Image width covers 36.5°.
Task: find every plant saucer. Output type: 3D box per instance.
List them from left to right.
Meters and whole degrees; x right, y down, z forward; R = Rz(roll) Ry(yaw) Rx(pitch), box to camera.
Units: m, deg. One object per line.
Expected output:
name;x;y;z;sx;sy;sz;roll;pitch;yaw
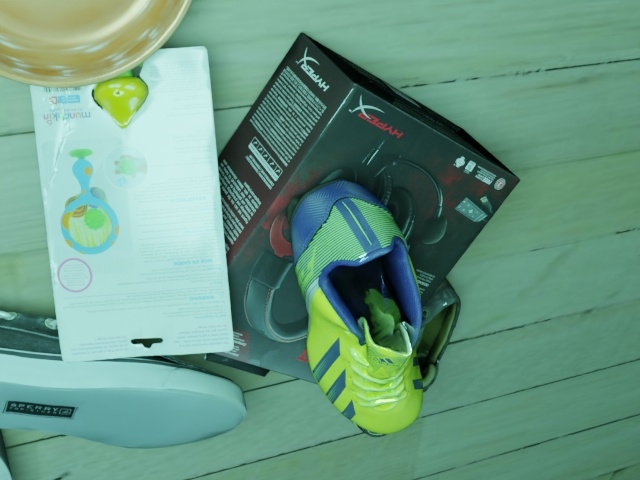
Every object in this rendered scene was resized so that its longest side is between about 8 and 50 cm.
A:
plant saucer;-0.180;-0.205;0.659;0.200;0.037;0.200;-9;118;-17

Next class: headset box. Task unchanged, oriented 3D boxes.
headset box;0.000;0.000;0.867;0.218;0.110;0.293;24;109;-39

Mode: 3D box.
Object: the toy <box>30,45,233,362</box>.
toy;-0.144;-0.029;0.764;0.137;0.056;0.237;-4;103;1

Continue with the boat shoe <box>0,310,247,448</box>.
boat shoe;-0.210;0.108;0.836;0.306;0.105;0.113;8;139;-22

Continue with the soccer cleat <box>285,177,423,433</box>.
soccer cleat;0.040;0.081;0.790;0.093;0.121;0.289;-25;132;-11

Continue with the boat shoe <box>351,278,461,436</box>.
boat shoe;0.088;0.130;1.032;0.080;0.073;0.223;2;121;-29

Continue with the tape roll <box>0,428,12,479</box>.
tape roll;-0.384;0.218;0.843;0.219;0.072;0.219;-14;127;-19
